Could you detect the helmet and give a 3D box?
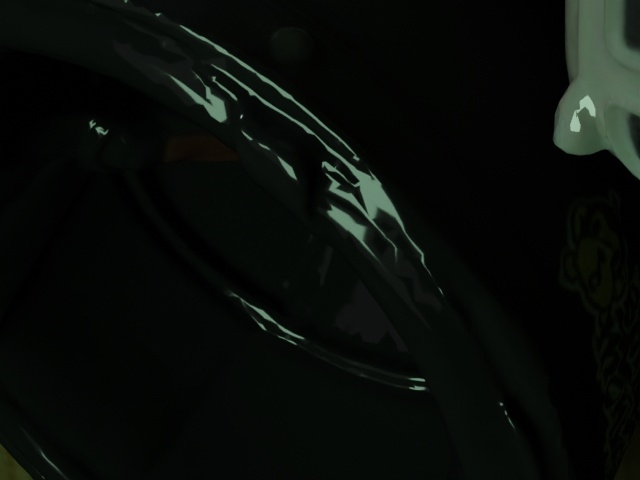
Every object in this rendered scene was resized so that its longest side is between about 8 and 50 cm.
[{"bbox_3d":[0.000,0.000,0.526,0.230,0.160,0.279,15,143,33],"label":"helmet"}]

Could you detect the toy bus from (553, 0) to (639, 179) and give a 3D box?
[{"bbox_3d":[0.136,-0.138,0.328,0.179,0.143,0.305,20,131,32],"label":"toy bus"}]
